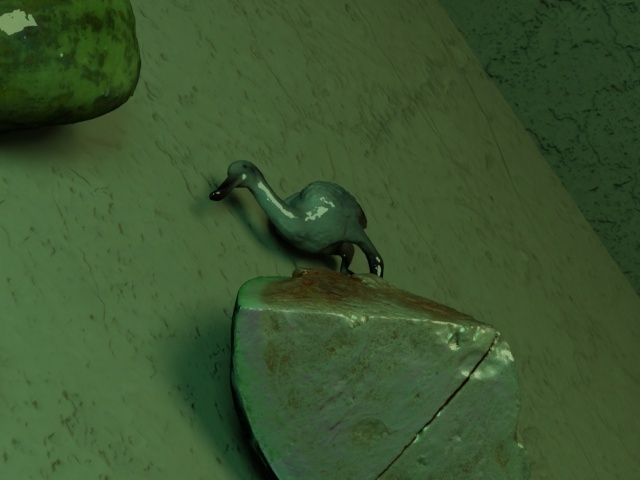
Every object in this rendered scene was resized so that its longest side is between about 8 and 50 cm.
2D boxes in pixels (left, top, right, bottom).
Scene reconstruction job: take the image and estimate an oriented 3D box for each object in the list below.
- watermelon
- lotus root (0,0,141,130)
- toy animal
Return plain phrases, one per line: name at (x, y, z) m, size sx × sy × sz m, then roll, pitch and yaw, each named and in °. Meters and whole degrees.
watermelon at (0.043, 0.169, 1.562) m, size 0.222 × 0.319 × 0.292 m, roll -137°, pitch -135°, yaw -67°
lotus root at (-0.285, -0.183, 1.414) m, size 0.173 × 0.173 × 0.309 m, roll 59°, pitch 32°, yaw 4°
toy animal at (-0.008, -0.022, 1.795) m, size 0.324 × 0.090 × 0.195 m, roll 45°, pitch 27°, yaw -30°
